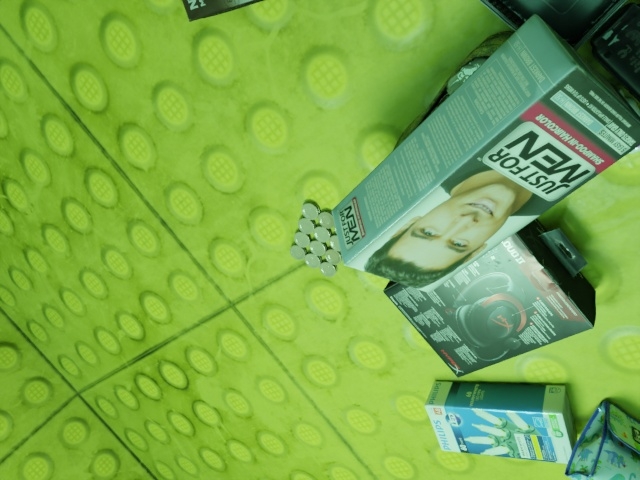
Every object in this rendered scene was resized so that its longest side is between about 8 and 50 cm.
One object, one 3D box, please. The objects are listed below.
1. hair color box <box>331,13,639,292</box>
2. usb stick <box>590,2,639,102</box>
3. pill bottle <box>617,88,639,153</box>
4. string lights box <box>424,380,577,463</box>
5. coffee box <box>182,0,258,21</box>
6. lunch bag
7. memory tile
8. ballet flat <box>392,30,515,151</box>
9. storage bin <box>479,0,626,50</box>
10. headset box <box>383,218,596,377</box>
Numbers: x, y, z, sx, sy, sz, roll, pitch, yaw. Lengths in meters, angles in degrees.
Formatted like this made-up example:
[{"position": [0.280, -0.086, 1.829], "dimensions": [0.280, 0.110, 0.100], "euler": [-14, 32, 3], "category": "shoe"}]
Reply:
[{"position": [0.206, -0.085, 0.703], "dimensions": [0.186, 0.113, 0.374], "euler": [19, 133, -34], "category": "hair color box"}, {"position": [0.450, -0.174, 0.639], "dimensions": [0.278, 0.045, 0.077], "euler": [38, 117, -11], "category": "usb stick"}, {"position": [0.412, -0.162, 0.702], "dimensions": [0.043, 0.043, 0.083], "euler": [-30, 101, 38], "category": "pill bottle"}, {"position": [0.356, 0.357, 1.033], "dimensions": [0.260, 0.076, 0.133], "euler": [-9, 115, 33], "category": "string lights box"}, {"position": [-0.165, -0.482, 0.790], "dimensions": [0.141, 0.098, 0.246], "euler": [-1, 118, 30], "category": "coffee box"}, {"position": [0.528, 0.379, 0.909], "dimensions": [0.129, 0.151, 0.096], "euler": [34, 155, 5], "category": "lunch bag"}, {"position": [0.000, 0.000, 1.054], "dimensions": [0.113, 0.012, 0.147], "euler": [28, 128, 11], "category": "memory tile"}, {"position": [0.185, -0.153, 0.789], "dimensions": [0.123, 0.123, 0.348], "euler": [38, 130, 4], "category": "ballet flat"}, {"position": [0.280, -0.329, 0.647], "dimensions": [0.180, 0.084, 0.122], "euler": [41, 130, 2], "category": "storage bin"}, {"position": [0.291, 0.080, 0.876], "dimensions": [0.218, 0.110, 0.293], "euler": [48, 130, -5], "category": "headset box"}]
